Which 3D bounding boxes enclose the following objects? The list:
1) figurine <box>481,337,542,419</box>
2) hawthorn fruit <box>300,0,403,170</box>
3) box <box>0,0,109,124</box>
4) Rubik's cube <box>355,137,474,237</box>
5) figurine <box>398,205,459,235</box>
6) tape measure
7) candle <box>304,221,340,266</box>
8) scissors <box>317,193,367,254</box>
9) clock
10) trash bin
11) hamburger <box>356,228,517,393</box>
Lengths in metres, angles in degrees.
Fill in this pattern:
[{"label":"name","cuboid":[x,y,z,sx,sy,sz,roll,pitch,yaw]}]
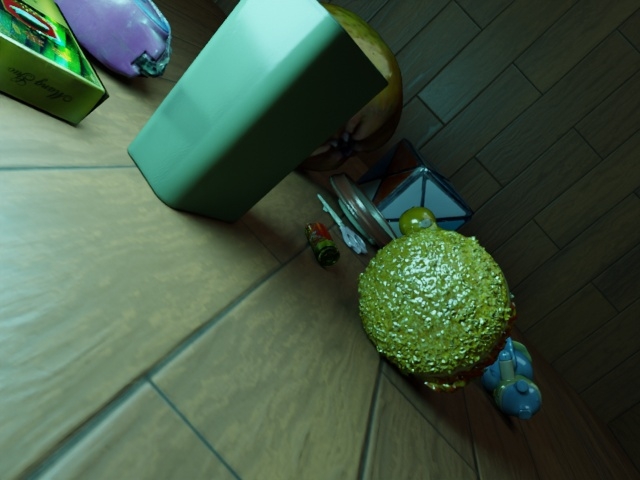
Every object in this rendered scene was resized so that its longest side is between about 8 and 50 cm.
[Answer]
[{"label":"figurine","cuboid":[0.514,0.365,1.515,0.180,0.154,0.262,58,9,-4]},{"label":"hawthorn fruit","cuboid":[0.006,-0.438,1.609,0.472,0.472,0.472,44,14,-14]},{"label":"box","cuboid":[-0.394,-0.271,0.725,0.240,0.071,0.159,55,13,27]},{"label":"Rubik's cube","cuboid":[0.336,-0.144,2.071,0.310,0.305,0.307,40,16,-27]},{"label":"figurine","cuboid":[0.331,0.016,1.803,0.215,0.228,0.215,11,26,-5]},{"label":"tape measure","cuboid":[-0.373,-0.394,0.997,0.245,0.149,0.231,49,9,-26]},{"label":"candle","cuboid":[0.000,0.000,1.195,0.052,0.052,0.131,37,16,-36]},{"label":"scissors","cuboid":[0.053,-0.045,1.540,0.212,0.021,0.110,51,17,16]},{"label":"clock","cuboid":[0.132,-0.081,1.762,0.318,0.080,0.318,50,11,-14]},{"label":"trash bin","cuboid":[-0.097,-0.200,0.847,0.158,0.343,0.223,54,16,20]},{"label":"hamburger","cuboid":[0.215,0.119,1.046,0.294,0.276,0.179,46,2,17]}]
